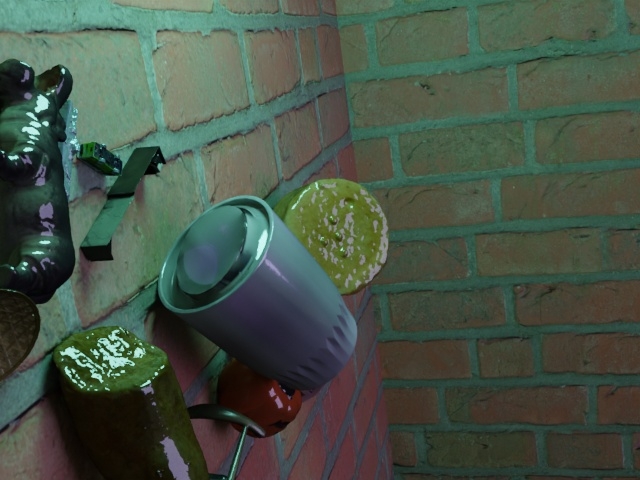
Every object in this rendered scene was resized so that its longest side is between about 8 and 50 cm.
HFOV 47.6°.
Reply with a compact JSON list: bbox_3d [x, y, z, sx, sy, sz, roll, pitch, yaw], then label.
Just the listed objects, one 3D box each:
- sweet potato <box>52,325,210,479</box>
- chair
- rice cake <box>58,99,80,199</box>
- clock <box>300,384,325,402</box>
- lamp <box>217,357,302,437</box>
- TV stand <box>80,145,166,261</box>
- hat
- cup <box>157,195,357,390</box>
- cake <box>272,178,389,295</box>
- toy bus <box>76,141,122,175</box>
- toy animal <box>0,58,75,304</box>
[{"bbox_3d":[-0.258,0.295,1.059,0.158,0.157,0.370,-54,128,-68],"label":"sweet potato"},{"bbox_3d":[-0.201,0.437,1.233,0.166,0.188,0.272,72,23,-45],"label":"chair"},{"bbox_3d":[-0.365,-0.112,1.024,0.030,0.042,0.180,51,38,-70],"label":"rice cake"},{"bbox_3d":[-0.106,0.264,1.677,0.080,0.275,0.290,-79,-164,-51],"label":"clock"},{"bbox_3d":[-0.137,0.329,1.557,0.188,0.164,0.188,51,20,-26],"label":"lamp"},{"bbox_3d":[-0.317,-0.065,1.185,0.256,0.049,0.040,-78,160,-48],"label":"TV stand"},{"bbox_3d":[-0.398,0.097,0.815,0.146,0.067,0.146,-32,142,-29],"label":"hat"},{"bbox_3d":[-0.107,0.114,1.373,0.371,0.253,0.253,49,35,-38],"label":"cup"},{"bbox_3d":[-0.008,0.001,2.006,0.321,0.332,0.332,166,-78,-67],"label":"cake"},{"bbox_3d":[-0.341,-0.125,1.132,0.083,0.037,0.031,48,39,-68],"label":"toy bus"},{"bbox_3d":[-0.368,-0.090,0.891,0.168,0.106,0.343,45,40,-67],"label":"toy animal"}]
